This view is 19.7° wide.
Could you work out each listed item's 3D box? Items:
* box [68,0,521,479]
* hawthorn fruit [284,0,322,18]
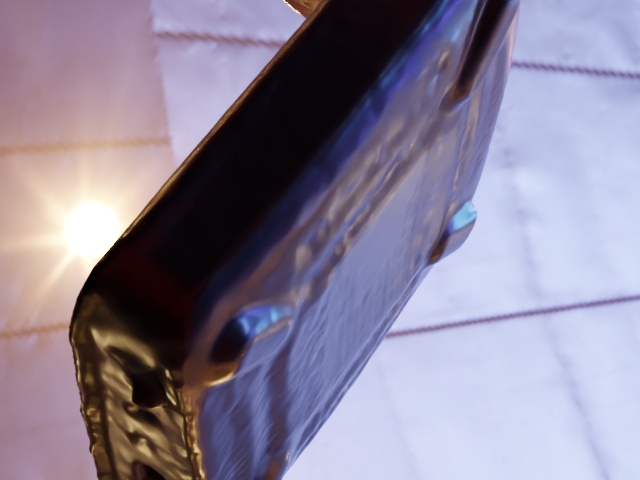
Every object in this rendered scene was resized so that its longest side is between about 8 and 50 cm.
[{"bbox_3d":[0.000,0.000,0.855,0.073,0.290,0.289,32,-115,15],"label":"box"},{"bbox_3d":[0.035,-0.200,1.115,0.172,0.173,0.173,5,-108,-15],"label":"hawthorn fruit"}]
